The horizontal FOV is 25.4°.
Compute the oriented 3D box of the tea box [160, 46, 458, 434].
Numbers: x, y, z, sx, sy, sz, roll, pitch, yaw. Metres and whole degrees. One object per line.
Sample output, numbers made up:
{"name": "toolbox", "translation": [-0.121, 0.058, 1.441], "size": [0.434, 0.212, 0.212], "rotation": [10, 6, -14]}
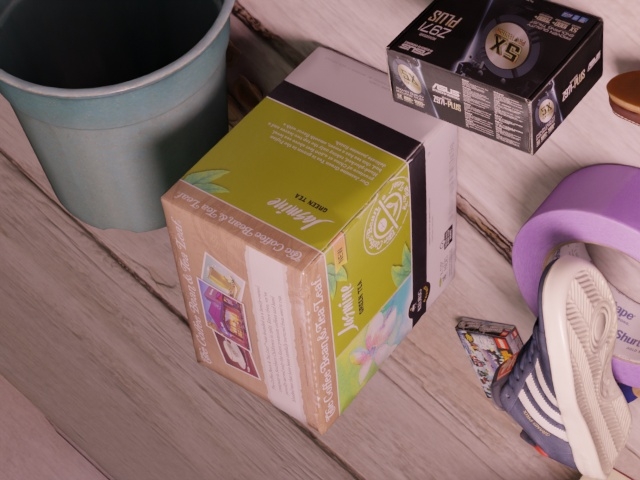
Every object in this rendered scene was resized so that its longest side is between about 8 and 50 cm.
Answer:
{"name": "tea box", "translation": [0.000, 0.000, 1.779], "size": [0.220, 0.323, 0.329], "rotation": [28, 147, 26]}

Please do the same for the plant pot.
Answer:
{"name": "plant pot", "translation": [-0.261, -0.205, 1.836], "size": [0.341, 0.341, 0.334], "rotation": [30, 151, 22]}

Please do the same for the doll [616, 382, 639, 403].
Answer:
{"name": "doll", "translation": [0.361, 0.201, 1.874], "size": [0.129, 0.046, 0.189], "rotation": [48, 150, -6]}

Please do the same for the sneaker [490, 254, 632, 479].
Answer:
{"name": "sneaker", "translation": [0.263, 0.147, 1.658], "size": [0.148, 0.131, 0.350], "rotation": [16, 141, 32]}

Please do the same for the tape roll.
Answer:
{"name": "tape roll", "translation": [0.360, 0.047, 1.637], "size": [0.274, 0.090, 0.275], "rotation": [32, 148, 22]}

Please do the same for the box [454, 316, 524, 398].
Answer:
{"name": "box", "translation": [0.253, 0.172, 1.988], "size": [0.094, 0.027, 0.137], "rotation": [6, 134, 46]}

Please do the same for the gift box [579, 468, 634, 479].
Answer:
{"name": "gift box", "translation": [0.393, 0.486, 1.986], "size": [0.255, 0.258, 0.276], "rotation": [26, 147, 28]}

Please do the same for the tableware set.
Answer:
{"name": "tableware set", "translation": [-0.139, -0.222, 1.972], "size": [0.141, 0.020, 0.168], "rotation": [50, 150, -11]}

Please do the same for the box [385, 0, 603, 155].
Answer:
{"name": "box", "translation": [0.184, -0.188, 1.492], "size": [0.180, 0.147, 0.077], "rotation": [26, 146, 30]}

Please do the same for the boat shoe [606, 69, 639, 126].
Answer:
{"name": "boat shoe", "translation": [0.382, -0.118, 1.415], "size": [0.207, 0.073, 0.073], "rotation": [19, 140, 37]}
